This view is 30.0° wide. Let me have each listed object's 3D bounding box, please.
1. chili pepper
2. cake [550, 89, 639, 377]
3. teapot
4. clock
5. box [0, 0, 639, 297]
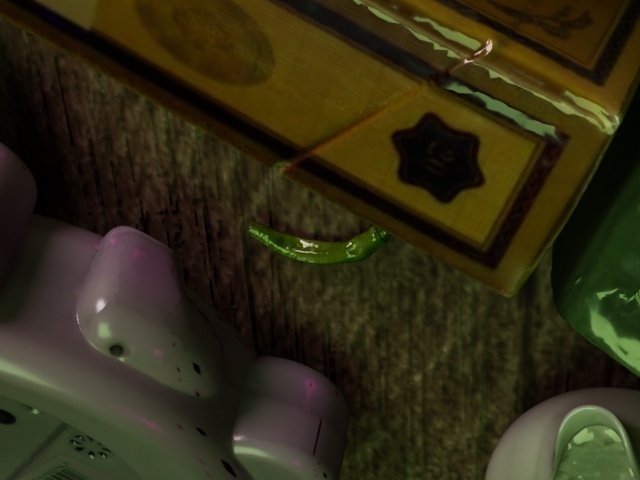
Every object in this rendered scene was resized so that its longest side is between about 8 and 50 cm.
[{"bbox_3d":[0.000,-0.001,0.645,0.083,0.017,0.030,-2,121,27],"label":"chili pepper"},{"bbox_3d":[0.207,-0.041,0.397,0.158,0.172,0.283,32,131,1],"label":"cake"},{"bbox_3d":[0.159,0.145,0.614,0.145,0.092,0.226,3,126,31],"label":"teapot"},{"bbox_3d":[-0.168,0.094,0.708,0.322,0.113,0.295,29,139,-17],"label":"clock"},{"bbox_3d":[-0.018,-0.130,0.437,0.301,0.193,0.084,29,133,7],"label":"box"}]
